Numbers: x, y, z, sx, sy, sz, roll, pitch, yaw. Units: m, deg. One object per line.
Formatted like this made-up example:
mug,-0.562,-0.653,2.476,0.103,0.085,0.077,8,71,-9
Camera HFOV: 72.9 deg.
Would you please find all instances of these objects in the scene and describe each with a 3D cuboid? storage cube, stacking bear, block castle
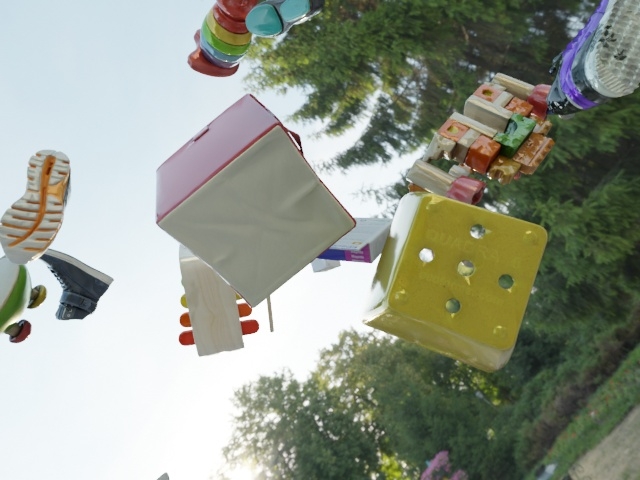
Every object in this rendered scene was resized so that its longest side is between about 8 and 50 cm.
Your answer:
storage cube,-0.096,-0.064,0.607,0.215,0.193,0.183,-38,-57,3
stacking bear,-0.277,-0.645,1.297,0.164,0.175,0.289,16,-28,-23
block castle,0.407,-0.169,1.061,0.453,0.213,0.303,-45,-26,-23

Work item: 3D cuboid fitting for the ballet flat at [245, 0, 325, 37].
ballet flat,-0.069,-0.469,0.891,0.074,0.203,0.074,-6,-81,-45

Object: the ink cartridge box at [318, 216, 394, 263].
ink cartridge box,0.000,0.000,1.123,0.330,0.324,0.071,-34,-56,-61

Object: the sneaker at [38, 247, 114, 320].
sneaker,-0.704,0.126,1.179,0.226,0.086,0.163,40,-118,-36

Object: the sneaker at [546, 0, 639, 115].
sneaker,0.441,-0.314,0.686,0.293,0.102,0.146,-54,5,-18

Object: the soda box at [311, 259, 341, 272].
soda box,-0.006,-0.007,1.417,0.069,0.216,0.074,-25,-14,37

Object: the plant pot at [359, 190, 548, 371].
plant pot,0.175,0.047,0.567,0.187,0.212,0.212,43,-113,-76

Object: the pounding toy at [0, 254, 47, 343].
pounding toy,-0.638,0.123,0.899,0.183,0.237,0.110,-43,-44,3

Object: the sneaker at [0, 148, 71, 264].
sneaker,-0.479,-0.052,0.750,0.084,0.215,0.083,13,-31,-17

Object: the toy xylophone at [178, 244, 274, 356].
toy xylophone,-0.236,0.149,1.073,0.236,0.081,0.322,-1,-75,-13

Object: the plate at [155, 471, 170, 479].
plate,-0.324,0.525,0.616,0.278,0.045,0.277,-25,-44,-66
